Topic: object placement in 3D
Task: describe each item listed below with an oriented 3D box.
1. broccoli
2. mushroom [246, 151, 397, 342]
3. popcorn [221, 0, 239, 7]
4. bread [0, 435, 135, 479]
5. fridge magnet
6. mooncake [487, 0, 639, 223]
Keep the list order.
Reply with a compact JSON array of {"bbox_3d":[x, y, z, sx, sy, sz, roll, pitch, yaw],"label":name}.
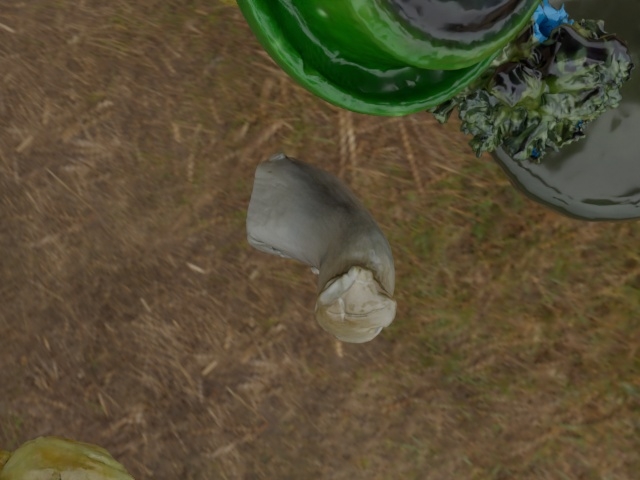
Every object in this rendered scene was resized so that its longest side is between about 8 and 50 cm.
[{"bbox_3d":[0.172,-0.137,1.049,0.167,0.160,0.154,29,99,6],"label":"broccoli"},{"bbox_3d":[0.002,-0.001,1.056,0.096,0.278,0.099,-13,118,-17],"label":"mushroom"},{"bbox_3d":[-0.002,-0.248,0.766,0.266,0.192,0.233,39,95,4],"label":"popcorn"},{"bbox_3d":[-0.095,0.254,0.439,0.084,0.077,0.367,-1,75,-18],"label":"bread"},{"bbox_3d":[0.041,-0.160,0.571,0.208,0.088,0.208,-12,109,-38],"label":"fridge magnet"},{"bbox_3d":[0.372,-0.198,1.584,0.357,0.194,0.356,1,93,10],"label":"mooncake"}]
